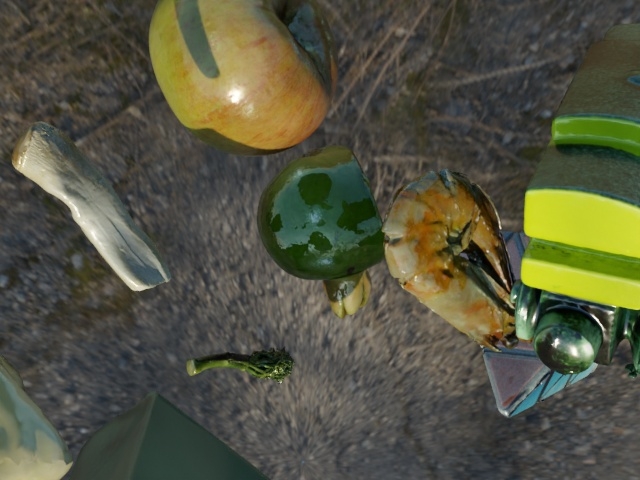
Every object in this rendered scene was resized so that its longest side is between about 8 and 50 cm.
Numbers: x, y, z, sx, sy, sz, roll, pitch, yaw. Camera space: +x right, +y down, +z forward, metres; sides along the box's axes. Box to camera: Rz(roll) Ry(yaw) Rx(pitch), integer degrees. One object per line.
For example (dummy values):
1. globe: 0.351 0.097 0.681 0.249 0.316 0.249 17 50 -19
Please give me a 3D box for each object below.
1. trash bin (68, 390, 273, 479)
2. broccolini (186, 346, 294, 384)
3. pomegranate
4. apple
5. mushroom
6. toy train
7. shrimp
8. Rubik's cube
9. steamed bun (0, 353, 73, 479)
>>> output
1. trash bin: -0.110 0.347 1.255 0.158 0.223 0.343 -36 110 21
2. broccolini: -0.105 0.168 1.557 0.051 0.239 0.054 9 89 26
3. pomegranate: -0.006 -0.013 1.645 0.159 0.241 0.190 -21 57 -7
4. apple: -0.093 -0.222 1.419 0.194 0.261 0.260 -22 78 30
5. mushroom: -0.220 -0.029 1.127 0.202 0.054 0.059 50 57 -18
6. toy train: 0.327 -0.059 1.260 0.179 0.272 0.442 12 40 20
7. shrimp: 0.175 0.034 1.346 0.154 0.062 0.294 -55 128 -16
8. Rubik's cube: 0.315 0.102 1.585 0.229 0.233 0.228 -1 95 -12
9. steamed bun: -0.349 0.109 0.498 0.428 0.189 0.247 -29 62 -10
